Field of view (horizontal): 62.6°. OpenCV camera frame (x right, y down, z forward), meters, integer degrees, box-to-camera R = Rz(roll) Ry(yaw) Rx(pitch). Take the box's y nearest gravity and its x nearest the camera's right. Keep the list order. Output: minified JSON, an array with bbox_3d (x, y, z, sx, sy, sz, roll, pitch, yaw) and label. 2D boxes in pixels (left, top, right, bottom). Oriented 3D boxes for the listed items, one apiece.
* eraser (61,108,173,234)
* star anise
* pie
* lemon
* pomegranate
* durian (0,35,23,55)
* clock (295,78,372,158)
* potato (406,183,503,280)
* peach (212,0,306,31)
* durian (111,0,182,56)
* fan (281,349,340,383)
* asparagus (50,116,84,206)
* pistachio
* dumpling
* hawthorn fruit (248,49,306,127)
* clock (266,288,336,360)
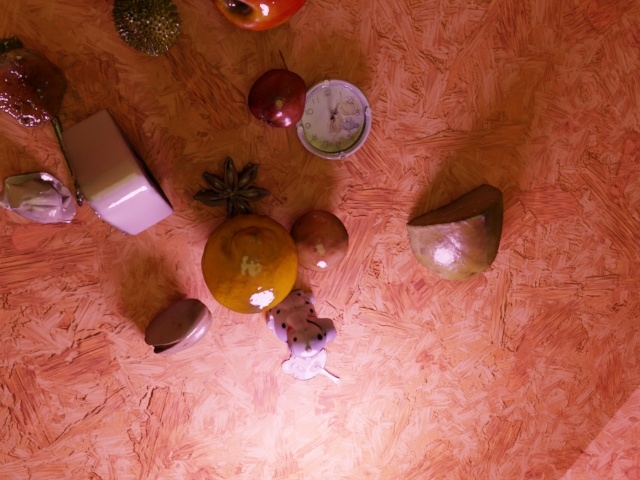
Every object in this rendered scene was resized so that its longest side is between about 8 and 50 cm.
[{"bbox_3d":[-0.512,-0.155,1.339,0.150,0.331,0.331,-30,113,-6],"label":"eraser"},{"bbox_3d":[-0.249,-0.154,1.542,0.212,0.073,0.197,38,97,-26],"label":"star anise"},{"bbox_3d":[-0.721,-0.379,1.296,0.195,0.046,0.195,-37,145,-31],"label":"pie"},{"bbox_3d":[-0.201,0.065,1.503,0.297,0.297,0.297,-5,108,-15],"label":"lemon"},{"bbox_3d":[-0.001,0.001,1.606,0.191,0.191,0.191,-5,108,-15],"label":"pomegranate"},{"bbox_3d":[-0.816,-0.400,1.289,0.221,0.095,0.137,-28,112,-1],"label":"durian"},{"bbox_3d":[0.036,-0.361,1.570,0.237,0.053,0.236,-4,108,-12],"label":"clock"},{"bbox_3d":[0.490,0.015,1.737,0.330,0.213,0.280,-25,112,-6],"label":"potato"},{"bbox_3d":[-0.155,-0.672,1.323,0.281,0.238,0.280,0,69,0],"label":"peach"},{"bbox_3d":[-0.439,-0.559,1.320,0.198,0.159,0.146,41,62,3],"label":"durian"},{"bbox_3d":[-0.015,0.440,1.832,0.227,0.008,0.152,36,93,-22],"label":"fan"},{"bbox_3d":[-0.680,-0.210,1.426,0.025,0.024,0.248,2,113,28],"label":"asparagus"},{"bbox_3d":[-0.428,0.265,1.590,0.238,0.153,0.137,-30,105,23],"label":"pistachio"},{"bbox_3d":[-0.747,-0.116,1.392,0.199,0.118,0.136,12,89,-47],"label":"dumpling"},{"bbox_3d":[-0.107,-0.419,1.466,0.163,0.163,0.203,27,87,-22],"label":"hawthorn fruit"},{"bbox_3d":[-0.055,0.278,1.642,0.189,0.254,0.188,-6,106,-19],"label":"clock"}]
